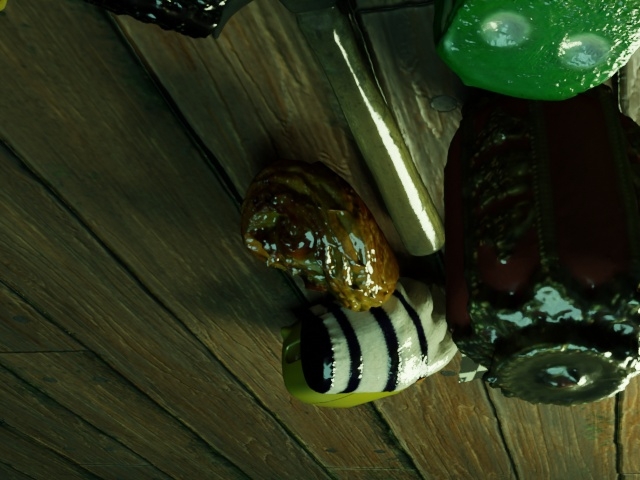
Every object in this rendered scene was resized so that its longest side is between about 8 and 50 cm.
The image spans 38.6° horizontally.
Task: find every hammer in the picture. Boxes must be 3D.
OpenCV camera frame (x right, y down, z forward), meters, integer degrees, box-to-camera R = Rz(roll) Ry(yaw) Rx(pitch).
[{"bbox_3d":[0.047,-0.103,0.816,0.168,0.044,0.440,-6,149,19],"label":"hammer"}]

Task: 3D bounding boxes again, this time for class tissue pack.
[{"bbox_3d":[0.029,0.149,1.197,0.127,0.123,0.178,21,149,-32],"label":"tissue pack"}]

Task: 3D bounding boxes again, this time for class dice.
[{"bbox_3d":[0.141,-0.175,0.580,0.120,0.128,0.131,10,153,-4],"label":"dice"}]

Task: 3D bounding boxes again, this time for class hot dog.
[{"bbox_3d":[0.003,-0.001,0.923,0.160,0.099,0.227,23,164,26],"label":"hot dog"}]

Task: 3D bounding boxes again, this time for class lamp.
[{"bbox_3d":[0.184,-0.007,0.725,0.177,0.274,0.177,3,141,3],"label":"lamp"}]

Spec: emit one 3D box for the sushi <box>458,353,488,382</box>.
[{"bbox_3d":[0.251,0.081,1.088,0.192,0.040,0.210,-12,141,-9],"label":"sushi"}]

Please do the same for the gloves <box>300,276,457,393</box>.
[{"bbox_3d":[0.086,0.107,1.051,0.218,0.140,0.131,-9,-179,-20],"label":"gloves"}]

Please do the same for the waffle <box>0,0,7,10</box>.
[{"bbox_3d":[-0.331,-0.183,0.619,0.219,0.057,0.229,18,113,-32],"label":"waffle"}]

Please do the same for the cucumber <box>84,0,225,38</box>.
[{"bbox_3d":[-0.191,-0.205,0.595,0.300,0.072,0.072,13,153,-38],"label":"cucumber"}]
